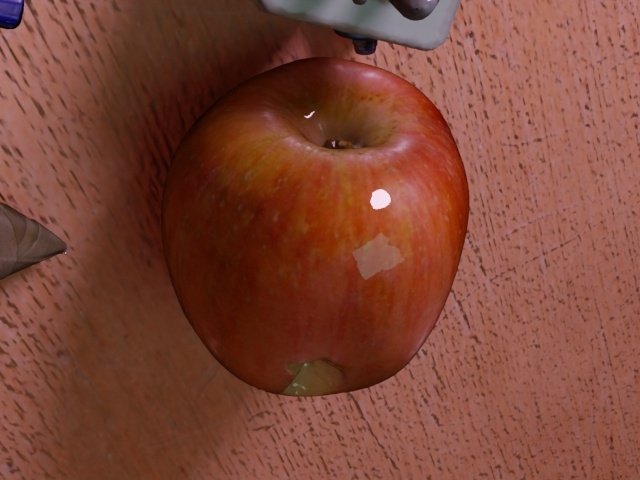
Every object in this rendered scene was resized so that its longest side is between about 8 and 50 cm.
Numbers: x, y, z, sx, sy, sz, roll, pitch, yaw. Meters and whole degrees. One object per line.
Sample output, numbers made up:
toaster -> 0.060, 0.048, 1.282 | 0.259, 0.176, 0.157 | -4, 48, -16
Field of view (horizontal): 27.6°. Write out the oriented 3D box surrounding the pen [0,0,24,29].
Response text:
pen -> -0.299, -0.159, 0.761 | 0.269, 0.033, 0.033 | 4, 118, -42

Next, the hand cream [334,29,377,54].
hand cream -> 0.030, -0.245, 0.977 | 0.083, 0.048, 0.224 | -21, 126, -29

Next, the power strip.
power strip -> 0.026, -0.212, 0.835 | 0.139, 0.224, 0.140 | 11, 115, -21

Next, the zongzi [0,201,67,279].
zongzi -> -0.284, 0.040, 0.902 | 0.189, 0.081, 0.178 | -45, 149, 6

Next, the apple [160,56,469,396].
apple -> 0.000, 0.000, 0.986 | 0.242, 0.242, 0.241 | -23, 140, -26
